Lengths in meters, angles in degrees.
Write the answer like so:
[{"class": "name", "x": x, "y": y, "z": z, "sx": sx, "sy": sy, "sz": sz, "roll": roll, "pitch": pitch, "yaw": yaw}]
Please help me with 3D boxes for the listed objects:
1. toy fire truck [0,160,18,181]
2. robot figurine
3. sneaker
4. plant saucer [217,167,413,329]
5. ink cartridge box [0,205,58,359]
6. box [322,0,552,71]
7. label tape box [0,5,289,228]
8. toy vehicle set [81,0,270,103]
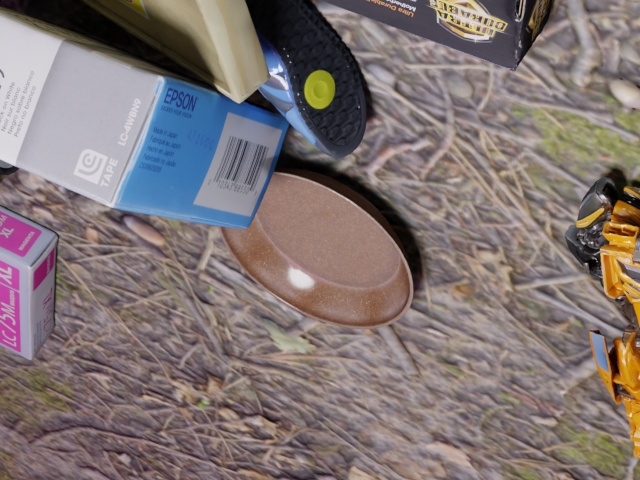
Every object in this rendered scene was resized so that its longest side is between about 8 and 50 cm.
[{"class": "toy fire truck", "x": -0.404, "y": -0.074, "z": 1.743, "sx": 0.159, "sy": 0.246, "sz": 0.217, "roll": 0, "pitch": 134, "yaw": 39}, {"class": "robot figurine", "x": 0.300, "y": 0.069, "z": 1.502, "sx": 0.211, "sy": 0.085, "sz": 0.291, "roll": 9, "pitch": 140, "yaw": 29}, {"class": "sneaker", "x": -0.039, "y": -0.154, "z": 1.521, "sx": 0.082, "sy": 0.069, "sz": 0.209, "roll": 5, "pitch": 139, "yaw": 54}, {"class": "plant saucer", "x": 0.000, "y": 0.000, "z": 1.701, "sx": 0.199, "sy": 0.036, "sz": 0.198, "roll": 21, "pitch": 144, "yaw": 16}, {"class": "ink cartridge box", "x": -0.428, "y": -0.003, "z": 2.022, "sx": 0.311, "sy": 0.065, "sz": 0.185, "roll": 27, "pitch": 145, "yaw": 11}, {"class": "box", "x": 0.026, "y": -0.281, "z": 1.295, "sx": 0.296, "sy": 0.073, "sz": 0.293, "roll": 23, "pitch": 147, "yaw": 17}, {"class": "label tape box", "x": -0.233, "y": -0.126, "z": 1.545, "sx": 0.348, "sy": 0.115, "sz": 0.249, "roll": 25, "pitch": -174, "yaw": 21}, {"class": "toy vehicle set", "x": -0.159, "y": -0.226, "z": 1.455, "sx": 0.267, "sy": 0.035, "sz": 0.166, "roll": 35, "pitch": 159, "yaw": 31}]
